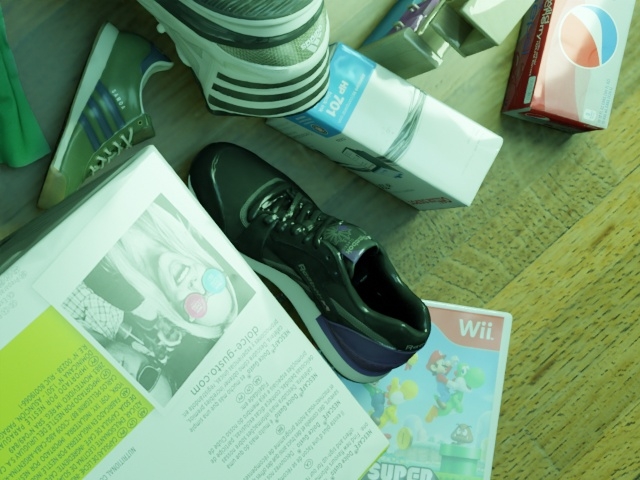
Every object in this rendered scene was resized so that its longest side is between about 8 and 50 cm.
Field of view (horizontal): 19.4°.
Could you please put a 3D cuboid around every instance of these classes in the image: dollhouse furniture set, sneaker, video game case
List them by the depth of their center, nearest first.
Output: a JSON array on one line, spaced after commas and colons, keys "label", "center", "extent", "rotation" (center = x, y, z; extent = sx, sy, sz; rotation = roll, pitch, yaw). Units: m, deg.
[{"label": "sneaker", "center": [-0.165, -0.253, 1.732], "extent": [0.169, 0.257, 0.447], "rotation": [-41, 62, -20]}, {"label": "dollhouse furniture set", "center": [0.050, -0.328, 1.748], "extent": [0.303, 0.286, 0.198], "rotation": [42, 71, -15]}, {"label": "sneaker", "center": [-0.199, -0.108, 1.779], "extent": [0.086, 0.064, 0.192], "rotation": [20, 81, -10]}, {"label": "sneaker", "center": [0.000, 0.000, 1.783], "extent": [0.283, 0.124, 0.107], "rotation": [46, 57, -2]}, {"label": "video game case", "center": [0.077, 0.200, 1.877], "extent": [0.204, 0.025, 0.285], "rotation": [9, 86, -16]}]

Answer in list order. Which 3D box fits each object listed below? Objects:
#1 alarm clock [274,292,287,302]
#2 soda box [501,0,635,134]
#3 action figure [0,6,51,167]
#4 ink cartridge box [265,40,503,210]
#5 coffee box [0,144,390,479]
[{"label": "alarm clock", "center": [-0.127, 0.096, 1.802], "extent": [0.192, 0.064, 0.129], "rotation": [5, 88, -13]}, {"label": "soda box", "center": [0.266, -0.246, 1.907], "extent": [0.092, 0.083, 0.263], "rotation": [14, 86, -15]}, {"label": "action figure", "center": [-0.328, -0.171, 1.694], "extent": [0.137, 0.063, 0.232], "rotation": [-15, 126, -18]}, {"label": "ink cartridge box", "center": [0.060, -0.108, 1.816], "extent": [0.191, 0.139, 0.082], "rotation": [30, 80, -14]}, {"label": "coffee box", "center": [-0.220, 0.187, 1.581], "extent": [0.334, 0.337, 0.338], "rotation": [51, 55, -9]}]
